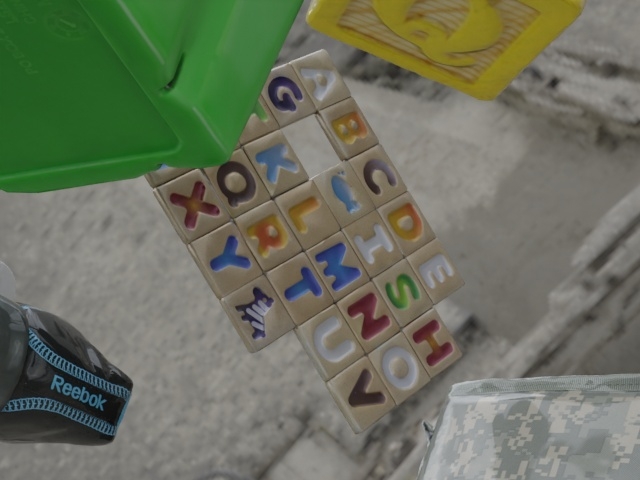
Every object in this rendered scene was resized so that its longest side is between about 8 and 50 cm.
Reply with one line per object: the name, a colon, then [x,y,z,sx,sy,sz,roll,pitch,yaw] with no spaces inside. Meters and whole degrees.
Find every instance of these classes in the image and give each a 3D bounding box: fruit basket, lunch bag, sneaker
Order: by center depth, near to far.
fruit basket: [-0.137,-0.252,0.639,0.283,0.392,0.392,-8,38,18]
lunch bag: [0.177,0.216,0.853,0.287,0.169,0.235,2,53,31]
sneaker: [-0.254,0.100,0.992,0.341,0.140,0.125,8,75,64]

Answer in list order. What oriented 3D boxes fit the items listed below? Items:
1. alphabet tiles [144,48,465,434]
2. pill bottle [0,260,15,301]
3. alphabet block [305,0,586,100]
alphabet tiles: [0.000,0.000,0.872,0.198,0.237,0.009,-30,-1,-44]
pill bottle: [-0.361,0.025,1.244,0.169,0.094,0.094,23,70,41]
alphabet block: [0.123,-0.270,1.140,0.192,0.194,0.197,130,159,-64]
